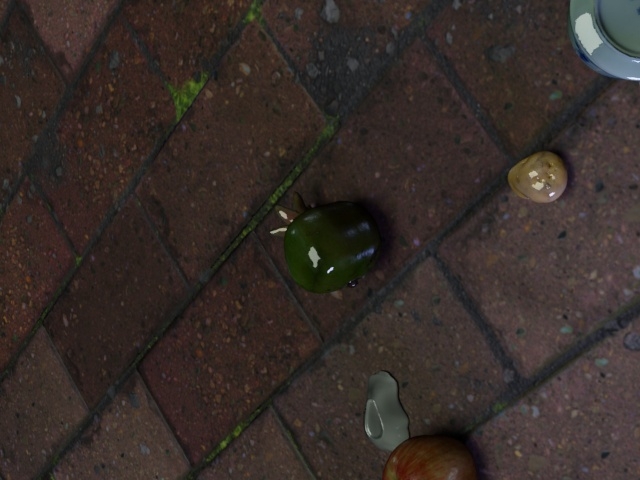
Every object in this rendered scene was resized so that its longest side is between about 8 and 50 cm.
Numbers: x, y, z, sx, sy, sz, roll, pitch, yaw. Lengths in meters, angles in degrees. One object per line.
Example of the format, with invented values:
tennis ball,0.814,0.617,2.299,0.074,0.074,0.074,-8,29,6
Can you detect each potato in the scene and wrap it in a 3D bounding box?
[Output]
potato,0.288,-0.083,1.436,0.083,0.062,0.068,170,101,-66

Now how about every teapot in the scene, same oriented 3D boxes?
teapot,0.362,-0.255,1.270,0.159,0.159,0.232,-31,90,44

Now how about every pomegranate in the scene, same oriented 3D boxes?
pomegranate,0.000,0.000,1.670,0.191,0.152,0.131,29,129,46

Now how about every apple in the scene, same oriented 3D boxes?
apple,0.166,0.363,1.622,0.146,0.130,0.146,23,118,54

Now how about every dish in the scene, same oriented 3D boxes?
dish,0.094,0.279,1.729,0.091,0.039,0.137,7,107,43
